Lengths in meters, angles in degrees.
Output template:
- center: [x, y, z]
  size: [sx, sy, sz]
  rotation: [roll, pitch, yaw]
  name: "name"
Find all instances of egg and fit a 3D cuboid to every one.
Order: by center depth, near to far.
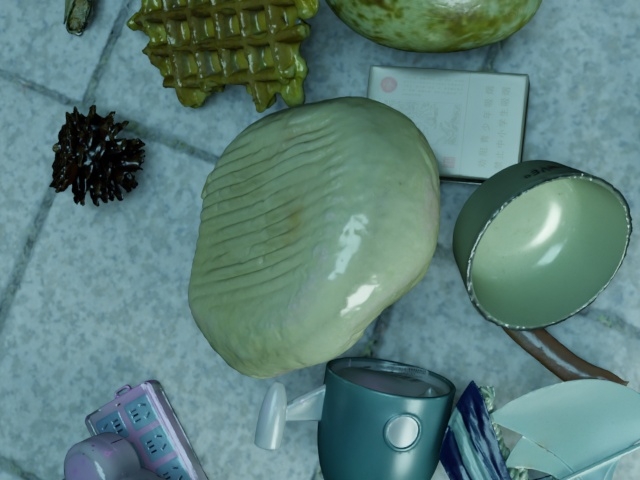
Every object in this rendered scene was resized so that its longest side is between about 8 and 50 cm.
- center: [0.129, -0.340, 1.185]
  size: [0.290, 0.238, 0.238]
  rotation: [17, 90, -2]
  name: "egg"

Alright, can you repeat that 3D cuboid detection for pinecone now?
- center: [-0.295, -0.109, 1.325]
  size: [0.121, 0.140, 0.140]
  rotation: [16, 89, -19]
  name: "pinecone"

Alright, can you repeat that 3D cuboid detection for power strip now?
- center: [-0.207, 0.318, 1.313]
  size: [0.109, 0.037, 0.278]
  rotation: [-31, 80, 9]
  name: "power strip"

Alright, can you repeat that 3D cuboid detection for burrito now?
- center: [-0.331, -0.362, 1.387]
  size: [0.041, 0.055, 0.149]
  rotation: [7, 85, -17]
  name: "burrito"

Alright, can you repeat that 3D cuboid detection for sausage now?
- center: [0.287, 0.135, 1.211]
  size: [0.177, 0.040, 0.047]
  rotation: [38, 89, 13]
  name: "sausage"

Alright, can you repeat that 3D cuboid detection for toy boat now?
- center: [0.281, 0.258, 1.128]
  size: [0.292, 0.070, 0.210]
  rotation: [-2, 90, 1]
  name: "toy boat"

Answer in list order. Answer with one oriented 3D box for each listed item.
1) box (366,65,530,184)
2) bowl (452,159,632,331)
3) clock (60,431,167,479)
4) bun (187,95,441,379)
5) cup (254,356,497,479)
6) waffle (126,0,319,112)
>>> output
- center: [0.156, -0.143, 1.253]
  size: [0.201, 0.058, 0.140]
  rotation: [5, 87, 12]
  name: "box"
- center: [0.244, -0.007, 1.172]
  size: [0.211, 0.211, 0.112]
  rotation: [-44, 34, 7]
  name: "bowl"
- center: [-0.240, 0.426, 1.241]
  size: [0.322, 0.113, 0.295]
  rotation: [45, 115, 18]
  name: "clock"
- center: [0.000, 0.000, 1.171]
  size: [0.361, 0.213, 0.360]
  rotation: [-27, 54, 43]
  name: "bun"
- center: [0.070, 0.243, 1.195]
  size: [0.300, 0.167, 0.173]
  rotation: [8, 96, -12]
  name: "cup"
- center: [-0.128, -0.287, 1.263]
  size: [0.301, 0.058, 0.281]
  rotation: [30, 121, 30]
  name: "waffle"
